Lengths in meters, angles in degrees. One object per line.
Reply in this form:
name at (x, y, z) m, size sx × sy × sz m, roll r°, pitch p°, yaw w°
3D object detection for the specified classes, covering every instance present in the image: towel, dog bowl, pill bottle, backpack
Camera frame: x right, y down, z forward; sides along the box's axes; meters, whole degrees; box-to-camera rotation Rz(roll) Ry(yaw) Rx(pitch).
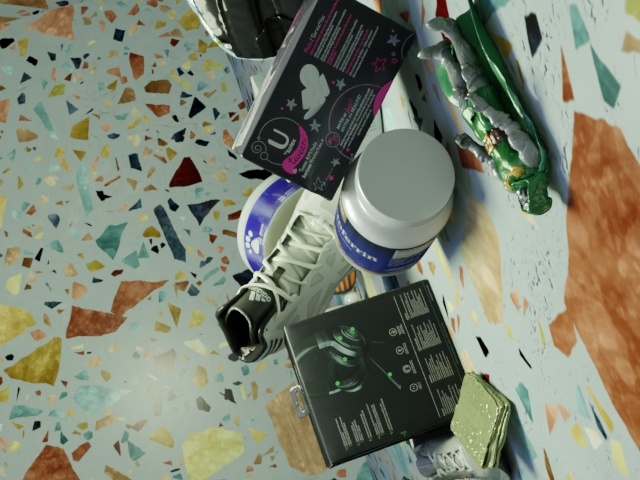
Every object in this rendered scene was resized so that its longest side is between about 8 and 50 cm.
towel at (0.238, 0.265, 1.244) m, size 0.148 × 0.027 × 0.110 m, roll -139°, pitch 62°, yaw -72°
dog bowl at (-0.043, -0.018, 1.828) m, size 0.104 × 0.265 × 0.264 m, roll 29°, pitch 141°, yaw 48°
pill bottle at (0.101, -0.050, 1.171) m, size 0.264 × 0.153 × 0.153 m, roll 100°, pitch 151°, yaw -74°
backpack at (-0.118, -0.485, 1.410) m, size 0.273 × 0.290 × 0.355 m, roll -102°, pitch -10°, yaw -75°

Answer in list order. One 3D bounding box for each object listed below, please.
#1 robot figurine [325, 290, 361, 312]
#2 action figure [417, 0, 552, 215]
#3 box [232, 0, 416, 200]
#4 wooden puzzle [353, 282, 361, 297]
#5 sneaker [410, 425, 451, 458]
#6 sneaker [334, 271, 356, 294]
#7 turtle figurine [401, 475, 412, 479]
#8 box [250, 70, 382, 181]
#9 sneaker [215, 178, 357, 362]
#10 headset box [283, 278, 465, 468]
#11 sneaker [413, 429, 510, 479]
robot figurine at (0.061, 0.280, 2.062) m, size 0.353 × 0.200 × 0.299 m, roll 90°, pitch -174°, yaw -66°
action figure at (0.172, -0.124, 0.850) m, size 0.137 × 0.064 × 0.232 m, roll 94°, pitch 154°, yaw -63°
box at (-0.005, -0.201, 1.146) m, size 0.247 × 0.142 × 0.163 m, roll -62°, pitch 14°, yaw 4°
wooden puzzle at (0.096, 0.131, 2.213) m, size 0.049 × 0.006 × 0.083 m, roll 120°, pitch 132°, yaw -80°
sneaker at (0.188, 0.296, 1.617) m, size 0.145 × 0.090 × 0.269 m, roll 180°, pitch 76°, yaw -83°
sneaker at (0.002, -0.030, 2.061) m, size 0.180 × 0.125 × 0.321 m, roll 87°, pitch 164°, yaw -66°
turtle figurine at (0.231, 0.442, 1.361) m, size 0.269 × 0.218 × 0.087 m, roll 66°, pitch -140°, yaw -81°
box at (-0.007, -0.218, 1.448) m, size 0.181 × 0.181 × 0.119 m, roll -115°, pitch 11°, yaw -46°
sneaker at (-0.035, 0.054, 1.501) m, size 0.257 × 0.169 × 0.447 m, roll -39°, pitch -22°, yaw -60°
headset box at (0.088, 0.234, 1.440) m, size 0.131 × 0.283 × 0.246 m, roll 96°, pitch 154°, yaw -72°
sneaker at (0.223, 0.361, 1.372) m, size 0.262 × 0.121 × 0.099 m, roll 109°, pitch 143°, yaw -77°
